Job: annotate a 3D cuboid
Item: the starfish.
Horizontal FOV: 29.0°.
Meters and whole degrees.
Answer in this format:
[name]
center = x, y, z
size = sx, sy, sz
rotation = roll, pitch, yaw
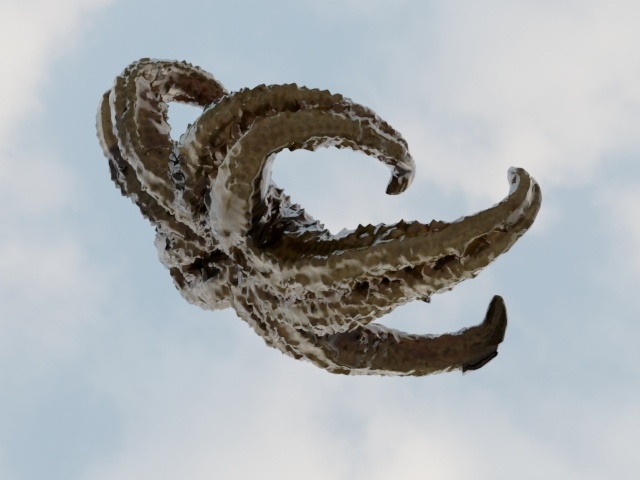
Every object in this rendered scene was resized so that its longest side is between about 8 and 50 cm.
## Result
[starfish]
center = 0.002, 0.000, 0.439
size = 0.074, 0.146, 0.190
rotation = -46, -145, -22
